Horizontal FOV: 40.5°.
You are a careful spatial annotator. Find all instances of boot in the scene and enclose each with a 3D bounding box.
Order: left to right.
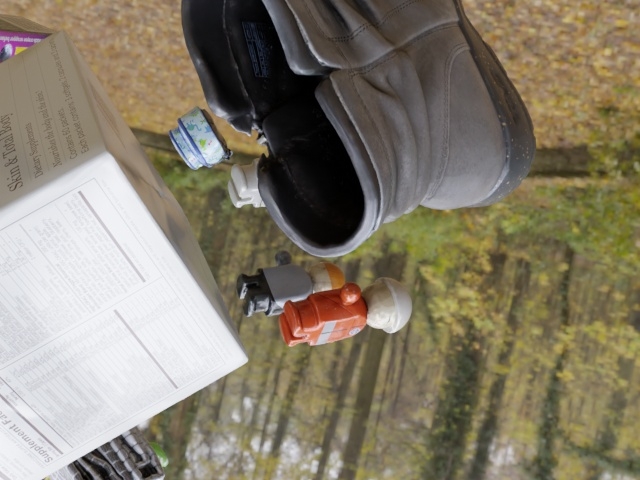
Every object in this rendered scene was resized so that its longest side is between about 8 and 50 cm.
[{"bbox_3d":[-0.001,-0.160,0.536,0.118,0.338,0.223,-41,162,34],"label":"boot"}]

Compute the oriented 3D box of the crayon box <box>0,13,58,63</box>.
[{"bbox_3d":[-0.563,-0.191,1.338,0.106,0.313,0.363,24,-165,8],"label":"crayon box"}]

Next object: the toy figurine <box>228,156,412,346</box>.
[{"bbox_3d":[0.000,0.000,0.954,0.148,0.213,0.209,-9,-170,-23],"label":"toy figurine"}]

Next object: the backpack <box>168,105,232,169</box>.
[{"bbox_3d":[-0.216,-0.178,1.536,0.084,0.105,0.114,-32,179,-3],"label":"backpack"}]

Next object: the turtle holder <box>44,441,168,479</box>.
[{"bbox_3d":[-0.405,0.462,1.608,0.227,0.320,0.243,-31,-138,-29],"label":"turtle holder"}]

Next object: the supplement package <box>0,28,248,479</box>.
[{"bbox_3d":[-0.228,0.029,0.601,0.198,0.263,0.199,63,176,-40],"label":"supplement package"}]

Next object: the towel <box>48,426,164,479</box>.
[{"bbox_3d":[-0.357,0.290,1.279,0.283,0.121,0.235,49,152,14],"label":"towel"}]
